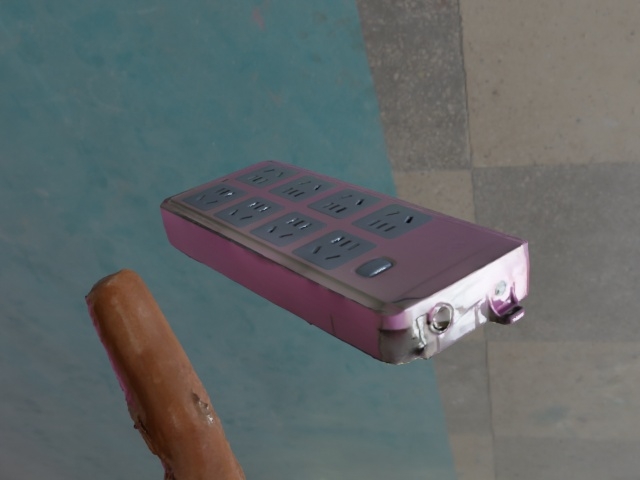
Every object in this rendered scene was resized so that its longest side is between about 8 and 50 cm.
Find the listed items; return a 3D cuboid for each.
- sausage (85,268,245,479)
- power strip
[{"bbox_3d":[-0.150,0.174,0.731,0.079,0.327,0.087,-35,157,9],"label":"sausage"},{"bbox_3d":[0.000,0.000,0.470,0.278,0.109,0.038,23,129,49],"label":"power strip"}]
